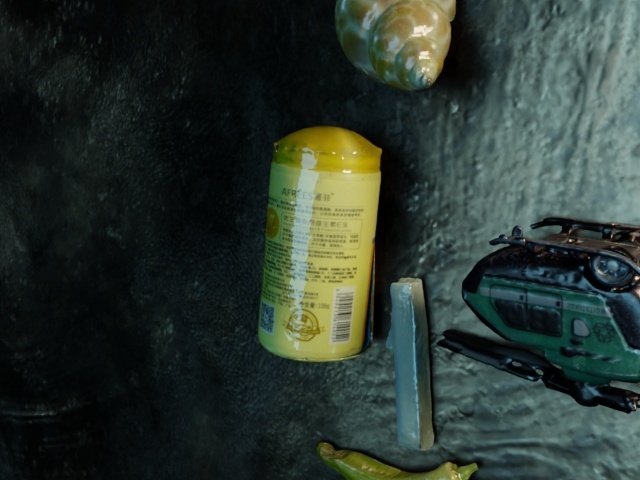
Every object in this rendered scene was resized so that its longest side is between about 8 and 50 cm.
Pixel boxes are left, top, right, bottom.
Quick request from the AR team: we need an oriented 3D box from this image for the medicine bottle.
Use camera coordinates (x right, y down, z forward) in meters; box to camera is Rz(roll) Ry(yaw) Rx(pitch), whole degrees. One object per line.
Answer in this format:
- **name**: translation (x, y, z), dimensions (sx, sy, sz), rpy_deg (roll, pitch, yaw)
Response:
- **medicine bottle**: translation (0.000, 0.000, 0.753), dimensions (0.124, 0.124, 0.239), rpy_deg (12, 101, 36)

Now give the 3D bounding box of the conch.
- **conch**: translation (0.069, -0.216, 0.687), dimensions (0.116, 0.106, 0.173), rpy_deg (5, 84, 18)

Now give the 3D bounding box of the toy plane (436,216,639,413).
- **toy plane**: translation (0.258, 0.075, 0.581), dimensions (0.382, 0.106, 0.155), rpy_deg (11, 108, 35)

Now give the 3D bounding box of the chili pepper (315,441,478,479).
- **chili pepper**: translation (0.072, 0.257, 0.775), dimensions (0.208, 0.043, 0.049), rpy_deg (-6, 104, 38)

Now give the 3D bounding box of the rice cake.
- **rice cake**: translation (0.092, 0.129, 0.751), dimensions (0.042, 0.030, 0.180), rpy_deg (-1, 93, 41)
